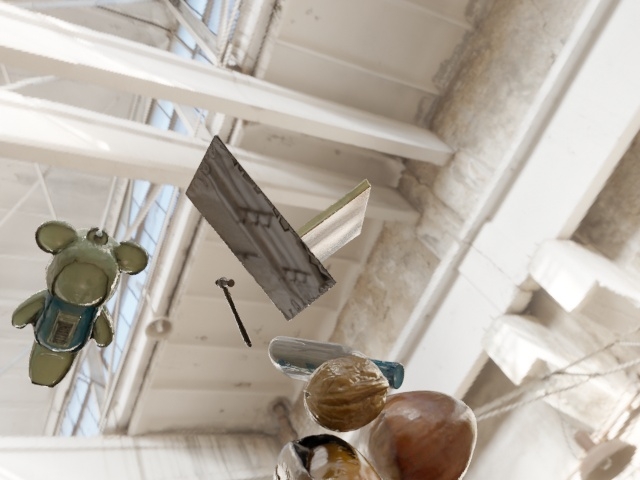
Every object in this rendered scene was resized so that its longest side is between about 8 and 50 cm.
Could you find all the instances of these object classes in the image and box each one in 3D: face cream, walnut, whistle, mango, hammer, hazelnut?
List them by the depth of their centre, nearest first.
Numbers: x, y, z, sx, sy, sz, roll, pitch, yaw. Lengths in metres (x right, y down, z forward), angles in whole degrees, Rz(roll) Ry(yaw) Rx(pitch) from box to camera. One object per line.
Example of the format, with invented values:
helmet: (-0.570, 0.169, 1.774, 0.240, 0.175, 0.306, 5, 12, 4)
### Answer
whistle: (-0.272, 0.074, 0.694, 0.114, 0.077, 0.235, 17, -58, -22)
mango: (0.004, 0.332, 0.788, 0.156, 0.249, 0.151, -45, -79, -17)
walnut: (0.037, 0.211, 0.877, 0.125, 0.105, 0.105, -4, -55, -24)
hazelnut: (0.167, 0.338, 1.069, 0.214, 0.214, 0.176, -28, -77, -8)
hammer: (-0.190, 0.165, 1.433, 0.021, 0.065, 0.178, -27, -79, -37)
face cream: (0.040, 0.302, 1.521, 0.163, 0.337, 0.080, 56, -132, -42)

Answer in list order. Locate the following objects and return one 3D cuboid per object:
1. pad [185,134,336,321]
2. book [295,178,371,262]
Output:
pad: (-0.089, -0.009, 0.861, 0.006, 0.245, 0.170, -36, -5, -34)
book: (0.000, 0.000, 1.511, 0.263, 0.028, 0.374, -37, -12, -10)
